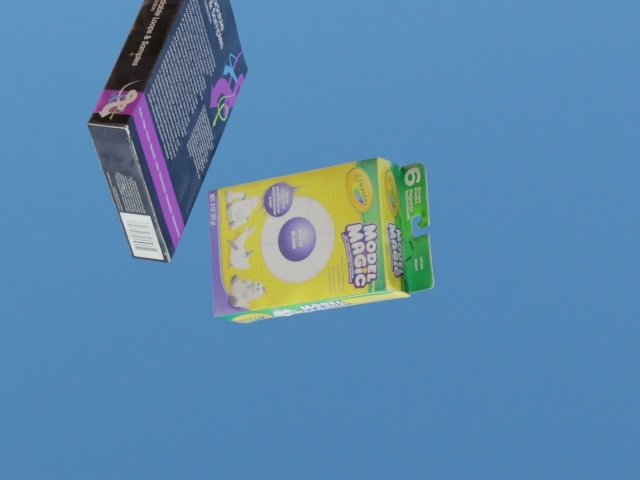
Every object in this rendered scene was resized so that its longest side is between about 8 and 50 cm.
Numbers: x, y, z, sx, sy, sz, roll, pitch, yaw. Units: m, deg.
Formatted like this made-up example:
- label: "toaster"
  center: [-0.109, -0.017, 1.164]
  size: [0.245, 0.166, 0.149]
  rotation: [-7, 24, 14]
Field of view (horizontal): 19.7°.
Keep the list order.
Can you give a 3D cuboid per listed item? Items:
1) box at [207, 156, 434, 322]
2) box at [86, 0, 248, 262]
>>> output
- label: "box"
  center: [0.000, 0.000, 1.398]
  size: [0.179, 0.043, 0.105]
  rotation: [-10, -103, 27]
- label: "box"
  center: [-0.086, -0.085, 1.073]
  size: [0.029, 0.116, 0.162]
  rotation: [7, -129, 17]
